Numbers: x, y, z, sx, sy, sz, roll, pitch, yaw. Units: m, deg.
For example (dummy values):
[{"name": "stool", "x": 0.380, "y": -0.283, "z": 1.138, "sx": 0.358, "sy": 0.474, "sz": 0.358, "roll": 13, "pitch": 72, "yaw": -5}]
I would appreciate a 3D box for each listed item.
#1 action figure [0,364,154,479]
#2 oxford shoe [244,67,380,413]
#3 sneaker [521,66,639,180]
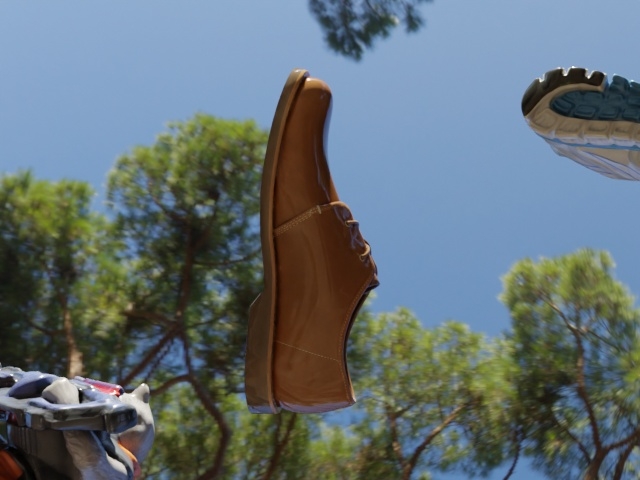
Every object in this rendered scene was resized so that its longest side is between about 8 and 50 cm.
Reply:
[{"name": "action figure", "x": -0.312, "y": 0.221, "z": 0.927, "sx": 0.341, "sy": 0.330, "sz": 0.178, "roll": 6, "pitch": -68, "yaw": 55}, {"name": "oxford shoe", "x": 0.000, "y": 0.000, "z": 0.600, "sx": 0.076, "sy": 0.076, "sz": 0.212, "roll": 1, "pitch": -93, "yaw": 10}, {"name": "sneaker", "x": 0.241, "y": -0.070, "z": 0.696, "sx": 0.191, "sy": 0.083, "sz": 0.071, "roll": 21, "pitch": -104, "yaw": 32}]
